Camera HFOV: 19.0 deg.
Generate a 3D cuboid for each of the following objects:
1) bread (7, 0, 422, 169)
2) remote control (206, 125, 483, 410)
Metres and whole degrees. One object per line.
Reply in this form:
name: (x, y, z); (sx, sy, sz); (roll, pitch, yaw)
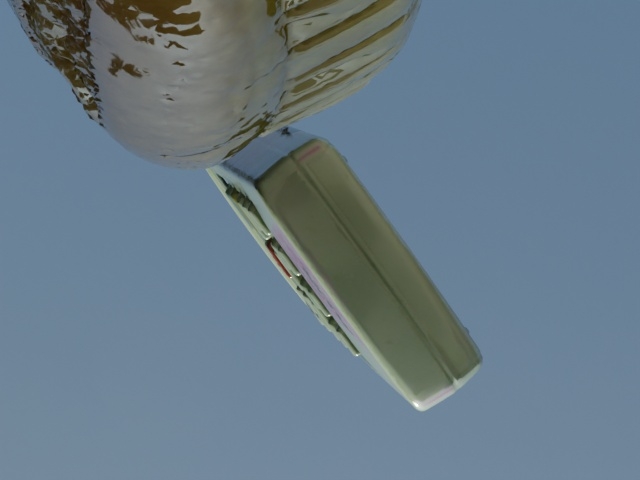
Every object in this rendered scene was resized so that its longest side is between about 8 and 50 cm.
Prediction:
bread: (-0.041, -0.104, 0.511); (0.106, 0.236, 0.140); (-29, -104, -11)
remote control: (-0.001, 0.001, 1.051); (0.050, 0.344, 0.145); (-37, -81, -3)
